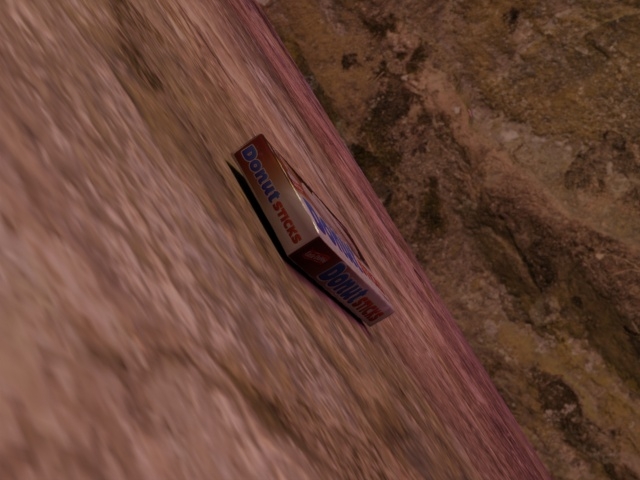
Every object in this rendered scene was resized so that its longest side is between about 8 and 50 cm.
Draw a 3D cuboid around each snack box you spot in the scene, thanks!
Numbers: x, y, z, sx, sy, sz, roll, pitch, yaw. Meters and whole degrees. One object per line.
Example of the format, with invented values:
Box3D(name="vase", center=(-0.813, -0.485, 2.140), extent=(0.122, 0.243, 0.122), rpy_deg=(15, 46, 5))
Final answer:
Box3D(name="snack box", center=(0.000, 0.000, 0.679), extent=(0.064, 0.022, 0.178), rpy_deg=(61, 6, 21))
